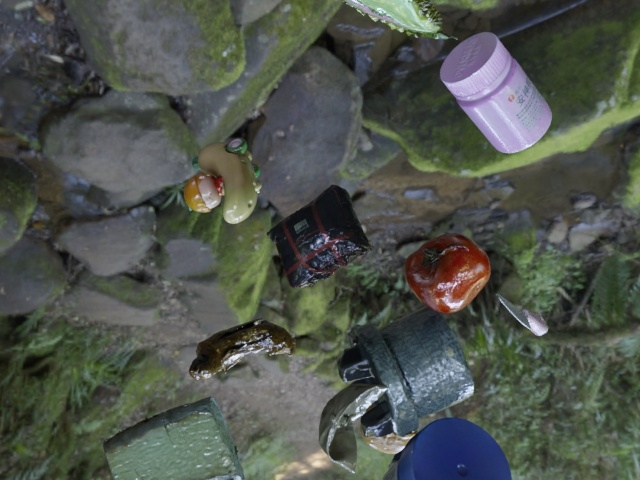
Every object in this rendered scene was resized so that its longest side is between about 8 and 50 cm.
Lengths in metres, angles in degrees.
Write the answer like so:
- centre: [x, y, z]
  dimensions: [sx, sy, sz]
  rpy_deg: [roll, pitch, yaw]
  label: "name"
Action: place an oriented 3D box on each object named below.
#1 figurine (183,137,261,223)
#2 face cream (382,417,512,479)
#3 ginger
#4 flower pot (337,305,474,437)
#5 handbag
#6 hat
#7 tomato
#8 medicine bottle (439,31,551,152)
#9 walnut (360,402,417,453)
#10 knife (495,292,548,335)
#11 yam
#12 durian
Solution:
- centre: [-0.279, -0.159, 1.742]
  dimensions: [0.222, 0.324, 0.124]
  rpy_deg: [-20, 135, 1]
  label: "figurine"
- centre: [0.288, 0.573, 1.480]
  dimensions: [0.249, 0.248, 0.225]
  rpy_deg: [3, 144, -18]
  label: "face cream"
- centre: [-0.217, 0.288, 1.688]
  dimensions: [0.309, 0.133, 0.107]
  rpy_deg: [-12, 147, -24]
  label: "ginger"
- centre: [0.179, 0.307, 1.503]
  dimensions: [0.283, 0.299, 0.299]
  rpy_deg: [-24, 154, -7]
  label: "flower pot"
- centre: [0.000, 0.000, 1.434]
  dimensions: [0.215, 0.169, 0.155]
  rpy_deg: [-34, 165, 20]
  label: "handbag"
- centre: [0.029, 0.328, 1.189]
  dimensions: [0.144, 0.166, 0.173]
  rpy_deg: [33, 164, -32]
  label: "hat"
- centre: [0.284, 0.068, 1.394]
  dimensions: [0.187, 0.187, 0.151]
  rpy_deg: [-28, 133, 37]
  label: "tomato"
- centre: [0.460, -0.382, 1.640]
  dimensions: [0.178, 0.178, 0.291]
  rpy_deg: [-25, 129, 34]
  label: "medicine bottle"
- centre: [0.200, 0.553, 1.851]
  dimensions: [0.180, 0.144, 0.144]
  rpy_deg: [14, 149, -13]
  label: "walnut"
- centre: [0.555, 0.213, 1.727]
  dimensions: [0.043, 0.081, 0.336]
  rpy_deg: [-38, 145, 22]
  label: "knife"
- centre: [-0.318, 0.472, 1.354]
  dimensions: [0.271, 0.202, 0.201]
  rpy_deg: [-19, 163, -6]
  label: "yam"
- centre: [0.115, -0.393, 0.997]
  dimensions: [0.221, 0.137, 0.095]
  rpy_deg: [24, 104, -29]
  label: "durian"
